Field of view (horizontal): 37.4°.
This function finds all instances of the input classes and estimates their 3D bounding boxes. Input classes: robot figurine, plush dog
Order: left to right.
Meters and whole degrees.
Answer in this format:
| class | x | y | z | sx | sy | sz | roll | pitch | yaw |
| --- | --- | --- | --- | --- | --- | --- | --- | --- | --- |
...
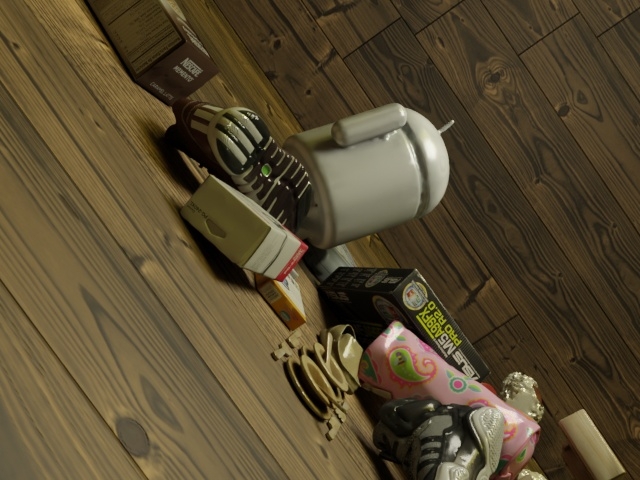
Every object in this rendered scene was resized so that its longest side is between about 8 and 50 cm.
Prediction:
| class | x | y | z | sx | sy | sz | roll | pitch | yaw |
| --- | --- | --- | --- | --- | --- | --- | --- | --- | --- |
| robot figurine | 0.069 | -0.109 | 1.601 | 0.200 | 0.353 | 0.300 | 61 | -22 | 27 |
| plush dog | 0.287 | 0.376 | 1.680 | 0.225 | 0.210 | 0.263 | 83 | 3 | -76 |

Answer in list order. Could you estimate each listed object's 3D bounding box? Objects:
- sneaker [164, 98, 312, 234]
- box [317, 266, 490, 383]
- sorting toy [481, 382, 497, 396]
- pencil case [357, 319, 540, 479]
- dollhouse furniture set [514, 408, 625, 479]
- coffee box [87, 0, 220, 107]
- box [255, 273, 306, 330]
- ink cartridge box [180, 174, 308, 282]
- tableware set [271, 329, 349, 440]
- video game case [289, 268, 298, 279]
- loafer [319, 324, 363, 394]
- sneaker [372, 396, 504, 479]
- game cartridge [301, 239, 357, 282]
| class | x | y | z | sx | sy | sz | roll | pitch | yaw |
| --- | --- | --- | --- | --- | --- | --- | --- | --- | --- |
| sneaker | -0.120 | -0.112 | 1.323 | 0.162 | 0.106 | 0.281 | 27 | -19 | 31 |
| box | 0.129 | 0.143 | 1.550 | 0.216 | 0.060 | 0.270 | 53 | -20 | -16 |
| sorting toy | 0.240 | 0.281 | 2.058 | 0.365 | 0.127 | 0.126 | 49 | -20 | -26 |
| pencil case | 0.177 | 0.236 | 1.368 | 0.284 | 0.124 | 0.124 | 35 | -1 | 24 |
| dollhouse furniture set | 0.310 | 0.375 | 1.387 | 0.212 | 0.242 | 0.161 | 62 | -3 | 36 |
| coffee box | -0.270 | -0.340 | 1.426 | 0.247 | 0.098 | 0.141 | 57 | 8 | 15 |
| box | -0.058 | 0.061 | 1.300 | 0.081 | 0.028 | 0.136 | 52 | 6 | -21 |
| ink cartridge box | -0.092 | -0.012 | 1.169 | 0.109 | 0.063 | 0.150 | 40 | 2 | 18 |
| tableware set | 0.005 | 0.168 | 1.178 | 0.128 | 0.039 | 0.194 | 56 | 7 | 2 |
| video game case | -0.080 | 0.000 | 1.419 | 0.087 | 0.011 | 0.122 | 50 | 2 | -37 |
| loafer | 0.033 | 0.161 | 1.340 | 0.056 | 0.050 | 0.148 | 51 | 9 | -29 |
| sneaker | 0.123 | 0.286 | 1.189 | 0.268 | 0.153 | 0.101 | -38 | 133 | -52 |
| game cartridge | 0.000 | 0.000 | 1.832 | 0.198 | 0.062 | 0.297 | 42 | 14 | -43 |
